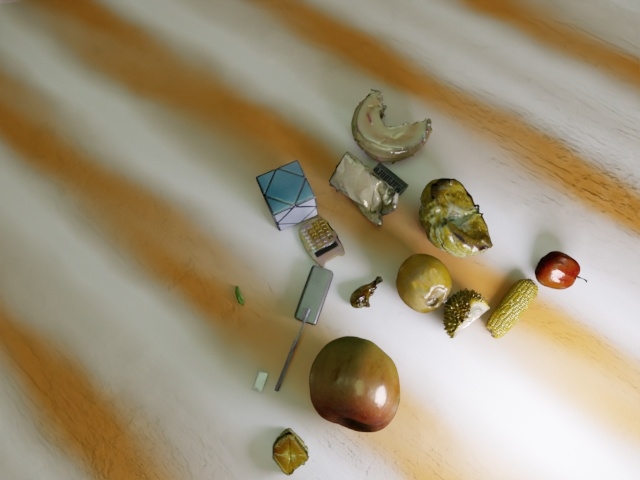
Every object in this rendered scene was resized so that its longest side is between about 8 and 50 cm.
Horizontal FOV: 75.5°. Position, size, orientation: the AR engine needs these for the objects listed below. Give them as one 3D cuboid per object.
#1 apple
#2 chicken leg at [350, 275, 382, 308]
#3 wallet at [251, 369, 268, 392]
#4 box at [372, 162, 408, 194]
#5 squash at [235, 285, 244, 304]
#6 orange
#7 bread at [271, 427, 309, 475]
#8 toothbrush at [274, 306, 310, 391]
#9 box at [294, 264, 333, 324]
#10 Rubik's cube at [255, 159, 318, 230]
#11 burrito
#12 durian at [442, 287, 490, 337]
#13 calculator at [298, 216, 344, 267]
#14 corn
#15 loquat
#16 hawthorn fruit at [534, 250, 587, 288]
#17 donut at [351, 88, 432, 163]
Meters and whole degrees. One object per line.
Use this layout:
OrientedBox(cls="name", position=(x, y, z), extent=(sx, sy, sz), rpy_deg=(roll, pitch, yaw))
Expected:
OrientedBox(cls="apple", position=(0.131, 0.522, 1.528), extent=(0.339, 0.338, 0.305), rpy_deg=(13, 53, 7))
OrientedBox(cls="chicken leg", position=(0.202, 0.222, 1.754), extent=(0.093, 0.070, 0.178), rpy_deg=(44, 69, 9))
OrientedBox(cls="wallet", position=(-0.246, 0.573, 1.681), extent=(0.044, 0.011, 0.083), rpy_deg=(17, 73, 8))
OrientedBox(cls="box", position=(0.305, -0.268, 1.922), extent=(0.177, 0.036, 0.115), rpy_deg=(42, 80, 14))
OrientedBox(cls="squash", position=(-0.353, 0.239, 1.792), extent=(0.027, 0.027, 0.089), rpy_deg=(-24, 70, -5))
OrientedBox(cls="orange", position=(0.539, -0.083, 1.748), extent=(0.271, 0.210, 0.368), rpy_deg=(-7, 69, -40))
OrientedBox(cls="bread", position=(-0.120, 0.802, 1.568), extent=(0.128, 0.069, 0.140), rpy_deg=(-42, 78, -10))
OrientedBox(cls="toothbrush", position=(-0.118, 0.440, 1.680), extent=(0.029, 0.024, 0.354), rpy_deg=(20, 84, 15))
OrientedBox(cls="box", position=(-0.027, 0.232, 1.761), extent=(0.103, 0.055, 0.243), rpy_deg=(18, 74, 8))
OrientedBox(cls="Rubik's cube", position=(-0.142, -0.195, 1.831), extent=(0.205, 0.207, 0.205), rpy_deg=(-24, 71, -5))
OrientedBox(cls="burrito", position=(0.204, -0.230, 1.854), extent=(0.332, 0.135, 0.190), rpy_deg=(41, 114, 11))
OrientedBox(cls="durian", position=(0.555, 0.283, 1.647), extent=(0.250, 0.183, 0.138), rpy_deg=(-17, 63, -50))
OrientedBox(cls="calculator", position=(0.000, 0.000, 1.852), extent=(0.157, 0.033, 0.236), rpy_deg=(-29, 70, -6))
OrientedBox(cls="corn", position=(0.778, 0.277, 1.689), extent=(0.106, 0.106, 0.293), rpy_deg=(41, 81, 14))
OrientedBox(cls="loquat", position=(0.413, 0.168, 1.681), extent=(0.244, 0.244, 0.243), rpy_deg=(-1, 71, 3))
OrientedBox(cls="hawthorn fruit", position=(0.988, 0.132, 1.693), extent=(0.194, 0.157, 0.157), rpy_deg=(20, 74, 12))
OrientedBox(cls="donut", position=(0.313, -0.513, 1.944), extent=(0.371, 0.150, 0.307), rpy_deg=(35, 77, 13))
